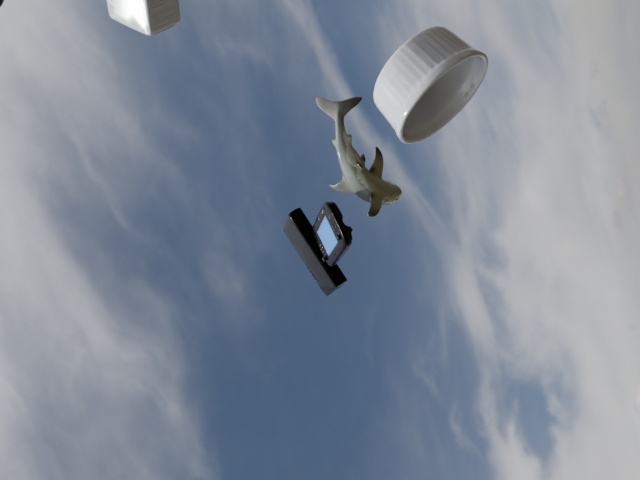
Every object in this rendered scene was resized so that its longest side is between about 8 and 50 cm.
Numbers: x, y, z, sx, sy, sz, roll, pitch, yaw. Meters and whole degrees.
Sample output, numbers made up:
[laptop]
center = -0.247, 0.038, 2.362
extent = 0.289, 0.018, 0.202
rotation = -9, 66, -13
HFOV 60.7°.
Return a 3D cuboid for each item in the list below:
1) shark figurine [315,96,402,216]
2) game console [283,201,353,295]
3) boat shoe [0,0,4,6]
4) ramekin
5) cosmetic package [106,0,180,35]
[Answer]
[shark figurine]
center = 0.057, -0.151, 1.122
extent = 0.278, 0.116, 0.166
rotation = 55, -134, -26
[game console]
center = 0.000, 0.000, 1.254
extent = 0.043, 0.361, 0.213
rotation = -31, -100, -18
[boat shoe]
center = -0.240, -0.206, 0.358
extent = 0.046, 0.038, 0.125
rotation = -16, -82, -53
[ramekin]
center = 0.262, -0.385, 1.347
extent = 0.135, 0.277, 0.277
rotation = 51, -146, 18
[cosmetic package]
center = -0.318, -0.493, 0.947
extent = 0.085, 0.117, 0.231
rotation = -46, -26, -37
